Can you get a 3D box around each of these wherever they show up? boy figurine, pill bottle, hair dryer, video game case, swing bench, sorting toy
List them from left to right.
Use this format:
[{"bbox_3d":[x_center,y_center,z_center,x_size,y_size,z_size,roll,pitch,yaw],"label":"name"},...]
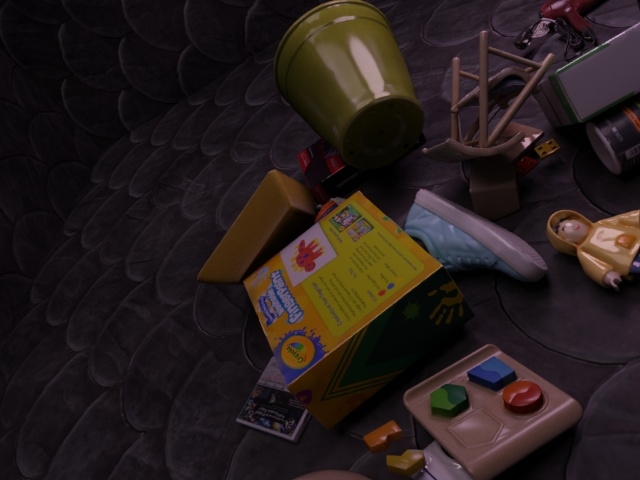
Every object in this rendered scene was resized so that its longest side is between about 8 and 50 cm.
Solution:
[{"bbox_3d":[-0.082,0.349,1.331,0.190,0.022,0.173,1,50,44],"label":"video game case"},{"bbox_3d":[0.233,0.289,0.981,0.307,0.041,0.229,-26,26,-13],"label":"sorting toy"},{"bbox_3d":[0.360,-0.290,1.332,0.253,0.165,0.255,-114,41,-84],"label":"swing bench"},{"bbox_3d":[0.461,-0.218,1.445,0.132,0.046,0.274,-43,33,-4],"label":"sorting toy"},{"bbox_3d":[0.709,-0.614,1.673,0.223,0.080,0.293,30,78,38],"label":"hair dryer"},{"bbox_3d":[0.540,0.006,1.069,0.177,0.092,0.285,-49,38,-10],"label":"boy figurine"},{"bbox_3d":[0.677,-0.245,1.193,0.245,0.130,0.130,-30,34,14],"label":"pill bottle"}]

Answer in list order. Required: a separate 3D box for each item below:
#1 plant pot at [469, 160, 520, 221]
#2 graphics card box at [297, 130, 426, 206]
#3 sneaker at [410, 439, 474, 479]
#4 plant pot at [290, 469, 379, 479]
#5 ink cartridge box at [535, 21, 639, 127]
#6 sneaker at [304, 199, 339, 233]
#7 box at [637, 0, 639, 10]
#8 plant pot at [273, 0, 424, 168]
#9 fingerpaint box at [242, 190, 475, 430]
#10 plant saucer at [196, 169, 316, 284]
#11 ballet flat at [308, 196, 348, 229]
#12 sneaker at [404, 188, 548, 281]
[{"bbox_3d":[0.395,-0.113,1.342,0.096,0.109,0.109,-7,44,24],"label":"plant pot"},{"bbox_3d":[0.114,-0.279,1.812,0.371,0.094,0.233,-32,36,10],"label":"graphics card box"},{"bbox_3d":[0.231,0.390,0.911,0.091,0.094,0.258,-48,34,-9],"label":"sneaker"},{"bbox_3d":[0.000,0.482,0.941,0.284,0.191,0.284,-26,35,20],"label":"plant pot"},{"bbox_3d":[0.594,-0.346,1.281,0.211,0.121,0.289,-30,2,12],"label":"ink cartridge box"},{"bbox_3d":[0.000,0.000,1.606,0.221,0.087,0.083,-58,-10,0],"label":"sneaker"},{"bbox_3d":[0.911,-0.657,1.438,0.247,0.142,0.163,2,51,46],"label":"box"},{"bbox_3d":[0.099,-0.389,1.610,0.366,0.366,0.353,-32,53,11],"label":"plant pot"},{"bbox_3d":[0.056,0.126,1.311,0.371,0.163,0.445,-38,29,-1],"label":"fingerpaint box"},{"bbox_3d":[-0.136,-0.003,1.558,0.081,0.333,0.333,38,96,15],"label":"plant saucer"},{"bbox_3d":[0.027,-0.080,1.685,0.203,0.074,0.074,-20,38,27],"label":"ballet flat"},{"bbox_3d":[0.314,0.022,1.269,0.366,0.135,0.150,42,112,52],"label":"sneaker"}]
